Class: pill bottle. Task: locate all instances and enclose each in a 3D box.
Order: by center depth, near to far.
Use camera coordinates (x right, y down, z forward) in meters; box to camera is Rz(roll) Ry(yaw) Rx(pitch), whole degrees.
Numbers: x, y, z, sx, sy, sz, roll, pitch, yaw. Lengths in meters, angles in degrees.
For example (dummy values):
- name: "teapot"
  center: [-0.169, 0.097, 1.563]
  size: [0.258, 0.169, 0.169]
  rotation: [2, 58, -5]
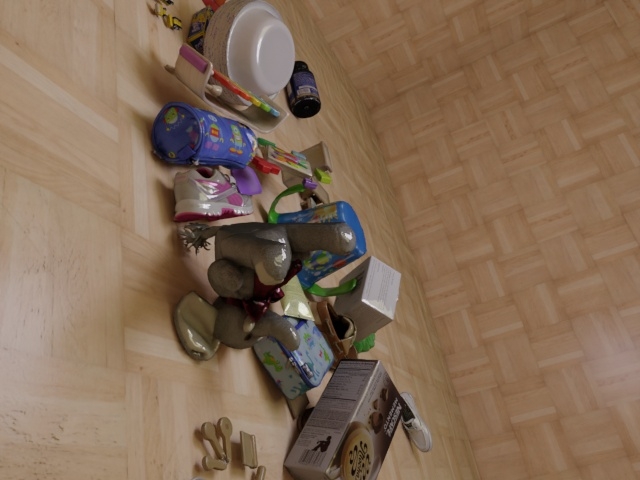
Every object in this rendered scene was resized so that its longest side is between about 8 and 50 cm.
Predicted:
- name: "pill bottle"
  center: [-0.075, -0.613, 2.192]
  size: [0.123, 0.123, 0.219]
  rotation: [39, 34, -57]

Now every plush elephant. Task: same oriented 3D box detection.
- name: "plush elephant"
  center: [-0.126, 0.103, 1.023]
  size: [0.272, 0.330, 0.255]
  rotation: [-23, 115, -60]

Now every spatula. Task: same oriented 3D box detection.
- name: "spatula"
  center: [-0.226, -0.150, 1.348]
  size: [0.084, 0.030, 0.296]
  rotation: [68, 18, 2]

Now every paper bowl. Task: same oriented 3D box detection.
- name: "paper bowl"
  center: [-0.179, -0.515, 1.511]
  size: [0.284, 0.148, 0.284]
  rotation: [-35, 133, -48]

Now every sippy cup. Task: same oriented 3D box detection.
- name: "sippy cup"
  center: [0.000, 0.000, 1.525]
  size: [0.305, 0.224, 0.240]
  rotation: [44, 29, -52]

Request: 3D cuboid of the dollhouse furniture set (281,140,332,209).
- name: "dollhouse furniture set"
  center: [-0.004, -0.200, 1.851]
  size: [0.242, 0.161, 0.212]
  rotation: [45, 28, -52]

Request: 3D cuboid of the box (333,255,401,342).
- name: "box"
  center: [0.132, 0.175, 1.612]
  size: [0.119, 0.182, 0.181]
  rotation: [32, 45, -14]

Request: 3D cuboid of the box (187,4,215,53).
- name: "box"
  center: [-0.326, -0.589, 1.518]
  size: [0.054, 0.059, 0.169]
  rotation: [53, 23, -41]

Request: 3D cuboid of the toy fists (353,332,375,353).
- name: "toy fists"
  center: [0.124, 0.276, 1.795]
  size: [0.142, 0.096, 0.279]
  rotation: [53, 21, -7]

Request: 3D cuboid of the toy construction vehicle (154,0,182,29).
- name: "toy construction vehicle"
  center: [-0.393, -0.579, 1.362]
  size: [0.098, 0.035, 0.085]
  rotation: [-5, 85, -69]

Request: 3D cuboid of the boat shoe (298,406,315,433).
- name: "boat shoe"
  center: [0.015, 0.432, 1.316]
  size: [0.207, 0.073, 0.073]
  rotation: [18, 56, -66]

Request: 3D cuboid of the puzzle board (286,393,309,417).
- name: "puzzle board"
  center: [-0.067, 0.341, 1.280]
  size: [0.128, 0.011, 0.096]
  rotation: [69, 18, 2]

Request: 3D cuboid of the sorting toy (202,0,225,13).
- name: "sorting toy"
  center: [-0.279, -0.686, 1.665]
  size: [0.127, 0.126, 0.365]
  rotation: [32, 39, -63]

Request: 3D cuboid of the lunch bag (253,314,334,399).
- name: "lunch bag"
  center: [-0.058, 0.252, 1.256]
  size: [0.176, 0.090, 0.219]
  rotation: [56, 16, 4]

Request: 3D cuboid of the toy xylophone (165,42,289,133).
- name: "toy xylophone"
  center: [-0.231, -0.364, 1.302]
  size: [0.236, 0.081, 0.323]
  rotation: [40, 12, 21]

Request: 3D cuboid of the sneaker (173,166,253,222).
- name: "sneaker"
  center: [-0.222, -0.101, 1.155]
  size: [0.252, 0.103, 0.111]
  rotation: [-8, 89, -73]

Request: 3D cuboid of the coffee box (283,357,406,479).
- name: "coffee box"
  center: [0.066, 0.431, 1.220]
  size: [0.168, 0.119, 0.297]
  rotation: [60, 43, -25]

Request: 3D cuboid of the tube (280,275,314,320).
- name: "tube"
  center: [-0.088, 0.097, 1.335]
  size: [0.062, 0.070, 0.240]
  rotation: [87, -17, -48]

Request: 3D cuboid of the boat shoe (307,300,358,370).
- name: "boat shoe"
  center: [0.041, 0.266, 1.507]
  size: [0.324, 0.120, 0.122]
  rotation: [48, 27, -48]

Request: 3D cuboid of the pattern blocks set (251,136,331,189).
- name: "pattern blocks set"
  center: [-0.097, -0.226, 1.553]
  size: [0.285, 0.026, 0.325]
  rotation: [17, 20, -27]

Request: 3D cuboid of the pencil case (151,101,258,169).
- name: "pencil case"
  center: [-0.248, -0.221, 1.215]
  size: [0.133, 0.119, 0.306]
  rotation: [69, 17, 2]

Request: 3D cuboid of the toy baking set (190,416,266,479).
- name: "toy baking set"
  center: [-0.158, 0.414, 0.900]
  size: [0.196, 0.030, 0.256]
  rotation: [56, 21, -27]

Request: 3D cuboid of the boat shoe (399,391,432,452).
- name: "boat shoe"
  center: [0.333, 0.672, 2.002]
  size: [0.076, 0.083, 0.226]
  rotation: [16, 42, -54]
